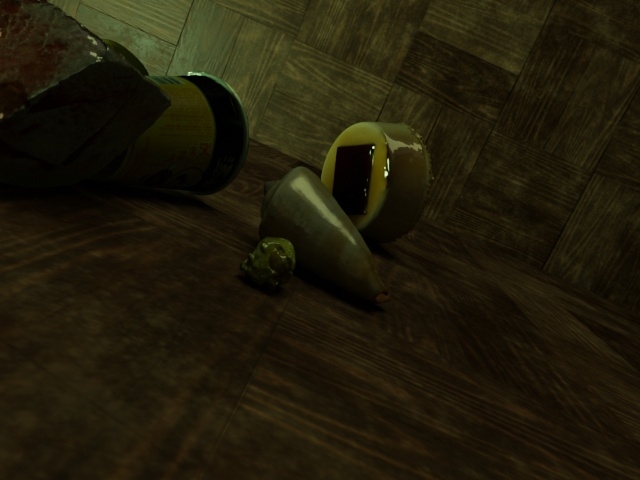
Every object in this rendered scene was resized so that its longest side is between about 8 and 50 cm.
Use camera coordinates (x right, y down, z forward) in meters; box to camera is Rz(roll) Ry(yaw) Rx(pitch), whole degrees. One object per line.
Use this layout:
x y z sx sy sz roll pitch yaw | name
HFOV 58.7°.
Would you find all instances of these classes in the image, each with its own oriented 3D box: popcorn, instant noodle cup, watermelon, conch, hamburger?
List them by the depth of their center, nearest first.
-0.307 -0.204 0.656 0.201 0.262 0.213 -14 -13 11 | watermelon
-0.061 0.029 0.702 0.059 0.068 0.083 46 -29 -4 | popcorn
-0.011 0.005 0.838 0.255 0.127 0.158 55 -6 26 | conch
-0.259 -0.171 0.890 0.215 0.216 0.236 29 19 22 | instant noodle cup
0.134 -0.138 1.318 0.170 0.302 0.302 6 20 -36 | hamburger

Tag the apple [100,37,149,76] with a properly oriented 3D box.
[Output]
-0.434 -0.298 1.126 0.196 0.196 0.157 24 40 -1 | apple
